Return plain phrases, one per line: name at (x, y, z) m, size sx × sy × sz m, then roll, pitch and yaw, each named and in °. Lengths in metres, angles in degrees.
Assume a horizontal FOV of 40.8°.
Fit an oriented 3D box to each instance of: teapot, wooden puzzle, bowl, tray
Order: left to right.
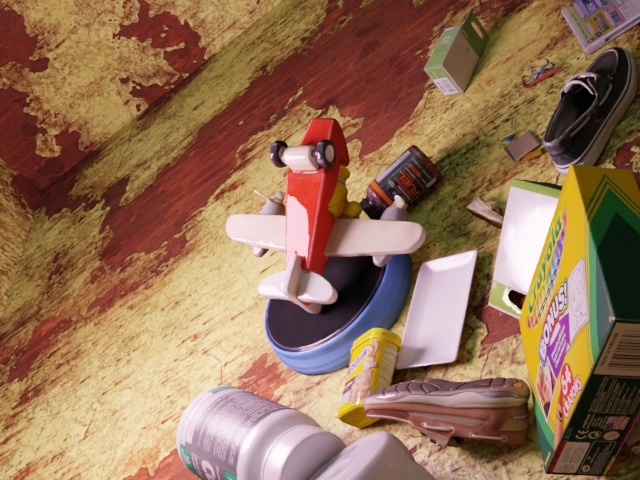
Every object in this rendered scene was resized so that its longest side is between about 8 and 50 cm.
bowl at (0.029, 0.124, 1.985) m, size 0.391 × 0.077 × 0.391 m, roll -31°, pitch 34°, yaw 24°
teapot at (0.078, 0.463, 1.457) m, size 0.252 × 0.187 × 0.256 m, roll -37°, pitch 1°, yaw -21°
tray at (0.244, 0.144, 1.751) m, size 0.145 × 0.030 × 0.270 m, roll -16°, pitch 42°, yaw 40°
wooden puzzle at (0.451, -0.208, 1.922) m, size 0.078 × 0.014 × 0.116 m, roll -30°, pitch 35°, yaw 18°

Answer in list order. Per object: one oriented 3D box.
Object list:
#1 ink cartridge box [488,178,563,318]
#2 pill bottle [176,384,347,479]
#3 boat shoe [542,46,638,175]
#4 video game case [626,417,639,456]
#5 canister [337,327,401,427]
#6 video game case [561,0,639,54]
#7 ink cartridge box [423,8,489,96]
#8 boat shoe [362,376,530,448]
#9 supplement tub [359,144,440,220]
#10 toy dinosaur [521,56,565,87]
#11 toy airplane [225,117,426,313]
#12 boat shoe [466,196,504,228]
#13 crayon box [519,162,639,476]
ink cartridge box at (0.429, 0.026, 1.622) m, size 0.189 × 0.097 × 0.255 m, roll 26°, pitch 109°, yaw 57°
pill bottle at (-0.115, 0.418, 1.700) m, size 0.361 × 0.204 × 0.204 m, roll 6°, pitch 58°, yaw 53°
boat shoe at (0.560, -0.293, 1.784) m, size 0.121 × 0.119 × 0.335 m, roll -3°, pitch 52°, yaw 48°
video game case at (0.545, 0.192, 1.329) m, size 0.210 × 0.042 × 0.232 m, roll -31°, pitch 35°, yaw 23°
canister at (0.096, 0.275, 1.714) m, size 0.126 × 0.073 × 0.170 m, roll -45°, pitch 24°, yaw 53°
video game case at (0.680, -0.544, 2.020) m, size 0.193 × 0.023 × 0.212 m, roll -32°, pitch 35°, yaw 22°
ink cartridge box at (0.359, -0.490, 2.255) m, size 0.062 × 0.109 × 0.209 m, roll -2°, pitch 53°, yaw 48°
boat shoe at (0.214, 0.308, 1.506) m, size 0.324 × 0.123 × 0.116 m, roll -8°, pitch 91°, yaw 40°
supplement tub at (0.185, -0.127, 2.057) m, size 0.198 × 0.106 × 0.106 m, roll -43°, pitch 32°, yaw 6°
toy dinosaur at (0.514, -0.389, 2.027) m, size 0.082 × 0.047 × 0.090 m, roll -58°, pitch 39°, yaw 17°
toy airplane at (0.004, -0.026, 1.913) m, size 0.384 × 0.272 × 0.386 m, roll -46°, pitch 67°, yaw 20°
boat shoe at (0.360, -0.063, 1.828) m, size 0.045 × 0.050 × 0.135 m, roll -52°, pitch 32°, yaw 0°
crayon box at (0.403, 0.122, 1.301) m, size 0.106 × 0.363 × 0.313 m, roll 3°, pitch 43°, yaw -2°
